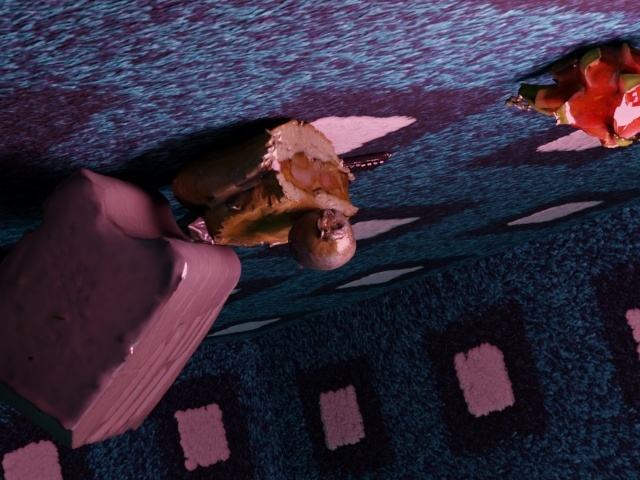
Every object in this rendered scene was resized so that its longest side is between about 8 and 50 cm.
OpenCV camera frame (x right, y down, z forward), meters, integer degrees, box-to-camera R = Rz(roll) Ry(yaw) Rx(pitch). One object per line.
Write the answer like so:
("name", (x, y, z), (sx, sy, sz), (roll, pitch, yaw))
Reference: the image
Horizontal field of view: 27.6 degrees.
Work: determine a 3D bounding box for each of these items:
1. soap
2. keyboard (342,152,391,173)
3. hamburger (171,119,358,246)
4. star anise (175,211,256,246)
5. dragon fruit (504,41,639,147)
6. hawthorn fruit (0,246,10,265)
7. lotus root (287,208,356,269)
("soap", (-0.297, 0.102, 1.761), (0.350, 0.213, 0.435), (-52, 173, 0))
("keyboard", (-0.013, -0.108, 2.057), (0.251, 0.017, 0.087), (-9, 172, -20))
("hamburger", (-0.085, -0.069, 1.811), (0.211, 0.132, 0.309), (-16, 170, 22))
("star anise", (-0.127, -0.033, 2.129), (0.209, 0.089, 0.231), (-17, -174, -27))
("dragon fruit", (0.360, -0.193, 1.738), (0.236, 0.135, 0.137), (3, -178, 16))
("hawthorn fruit", (-0.512, 0.054, 1.739), (0.250, 0.215, 0.215), (-10, 171, -35))
("lotus root", (-0.001, 0.003, 1.752), (0.088, 0.088, 0.165), (-11, 176, -13))
